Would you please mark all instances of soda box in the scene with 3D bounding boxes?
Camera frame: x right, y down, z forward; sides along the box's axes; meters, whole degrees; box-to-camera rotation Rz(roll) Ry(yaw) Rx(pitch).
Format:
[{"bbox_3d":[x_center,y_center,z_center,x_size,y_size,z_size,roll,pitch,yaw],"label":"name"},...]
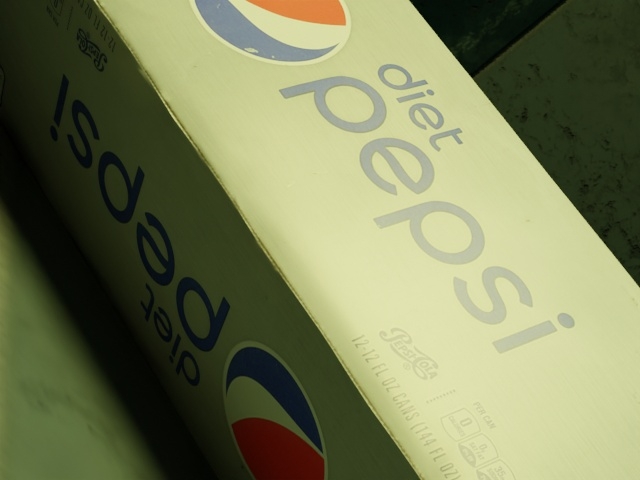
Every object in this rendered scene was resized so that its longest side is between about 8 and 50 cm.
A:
[{"bbox_3d":[0.000,0.000,0.432,0.286,0.098,0.091,54,-36,25],"label":"soda box"}]
